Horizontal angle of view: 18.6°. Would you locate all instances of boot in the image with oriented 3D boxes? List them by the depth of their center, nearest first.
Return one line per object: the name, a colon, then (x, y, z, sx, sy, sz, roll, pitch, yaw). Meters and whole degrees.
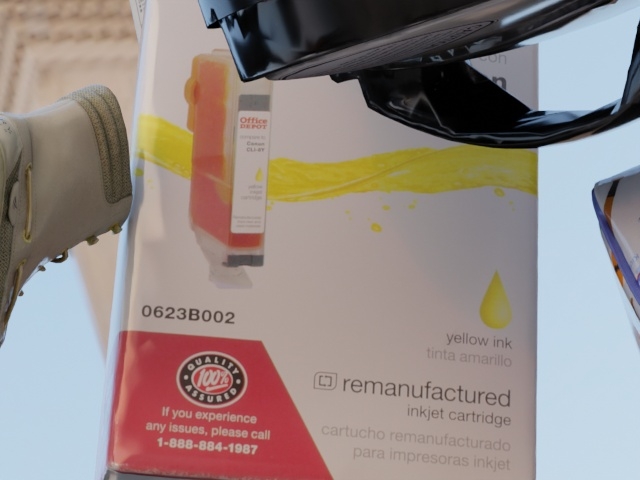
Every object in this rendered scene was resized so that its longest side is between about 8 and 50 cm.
boot: (-0.189, 0.014, 1.208, 0.165, 0.077, 0.213, -26, -48, -59)

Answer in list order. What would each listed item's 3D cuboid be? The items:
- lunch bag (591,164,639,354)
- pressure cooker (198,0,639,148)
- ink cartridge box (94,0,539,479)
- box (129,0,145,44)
lunch bag: (0.262, 0.101, 1.085, 0.115, 0.243, 0.303, -28, -57, 6)
pressure cooker: (0.083, -0.255, 1.050, 0.375, 0.421, 0.370, -16, 5, 13)
ink cartridge box: (0.000, 0.000, 1.344, 0.279, 0.385, 0.160, 5, -21, -7)
box: (-0.066, -0.135, 1.762, 0.121, 0.311, 0.148, 1, -17, -44)
